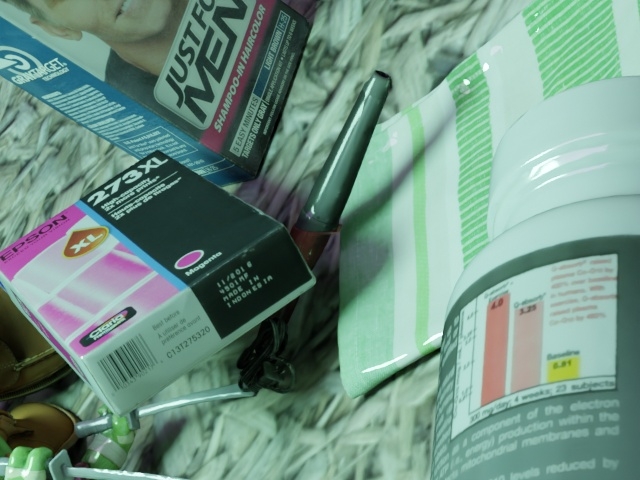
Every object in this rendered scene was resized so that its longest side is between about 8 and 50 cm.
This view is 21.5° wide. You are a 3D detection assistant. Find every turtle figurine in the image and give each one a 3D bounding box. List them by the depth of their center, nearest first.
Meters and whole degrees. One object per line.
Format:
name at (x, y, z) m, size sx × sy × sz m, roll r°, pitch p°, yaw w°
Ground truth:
turtle figurine at (-0.209, 0.145, 1.289) m, size 0.274 × 0.266 × 0.198 m, roll -57°, pitch 2°, yaw 39°

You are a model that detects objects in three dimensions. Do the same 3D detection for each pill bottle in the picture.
pill bottle at (0.159, 0.109, 0.833) m, size 0.210 × 0.210 × 0.362 m, roll -28°, pitch 42°, yaw 40°

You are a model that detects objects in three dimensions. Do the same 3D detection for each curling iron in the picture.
curling iron at (0.000, 0.000, 1.272) m, size 0.274 × 0.035 × 0.068 m, roll -67°, pitch 28°, yaw 15°

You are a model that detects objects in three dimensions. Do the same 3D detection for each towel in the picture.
towel at (0.128, -0.060, 1.200) m, size 0.325 × 0.038 × 0.247 m, roll -35°, pitch 38°, yaw 34°

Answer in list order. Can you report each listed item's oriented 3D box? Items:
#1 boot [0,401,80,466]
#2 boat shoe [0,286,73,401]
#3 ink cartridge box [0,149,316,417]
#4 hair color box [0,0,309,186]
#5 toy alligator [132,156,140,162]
boot at (-0.283, 0.168, 1.472) m, size 0.073 × 0.152 × 0.197 m, roll -57°, pitch 30°, yaw 2°
boat shoe at (-0.319, 0.099, 1.520) m, size 0.307 × 0.110 × 0.104 m, roll -28°, pitch -11°, yaw -6°
ink cartridge box at (-0.155, 0.015, 1.350) m, size 0.176 × 0.069 × 0.371 m, roll -34°, pitch 23°, yaw -13°
hair color box at (-0.187, -0.200, 1.473) m, size 0.105 × 0.347 × 0.173 m, roll -11°, pitch 54°, yaw 51°
toy alligator at (-0.166, -0.137, 1.684) m, size 0.051 × 0.056 × 0.189 m, roll 91°, pitch -177°, yaw -54°
